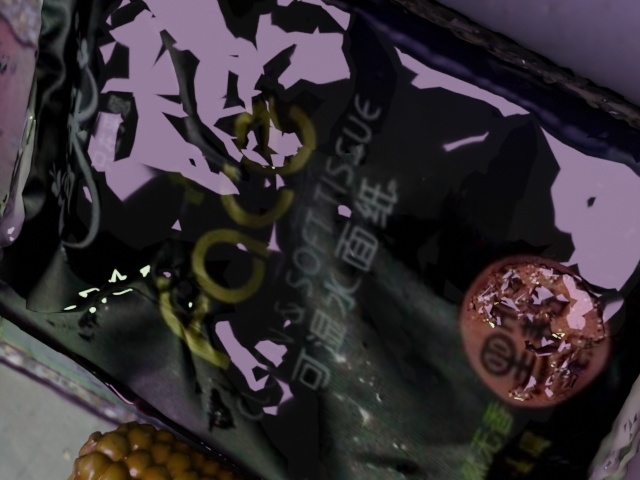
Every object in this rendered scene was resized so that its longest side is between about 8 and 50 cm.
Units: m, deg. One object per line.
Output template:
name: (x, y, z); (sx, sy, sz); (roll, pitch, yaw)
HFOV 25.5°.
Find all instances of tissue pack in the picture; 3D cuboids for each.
tissue pack: (0.000, 0.000, 0.644); (0.332, 0.123, 0.245); (31, 112, 20)

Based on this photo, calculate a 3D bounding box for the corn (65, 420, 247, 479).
corn: (0.007, 0.200, 0.679); (0.310, 0.101, 0.101); (31, 115, 6)
